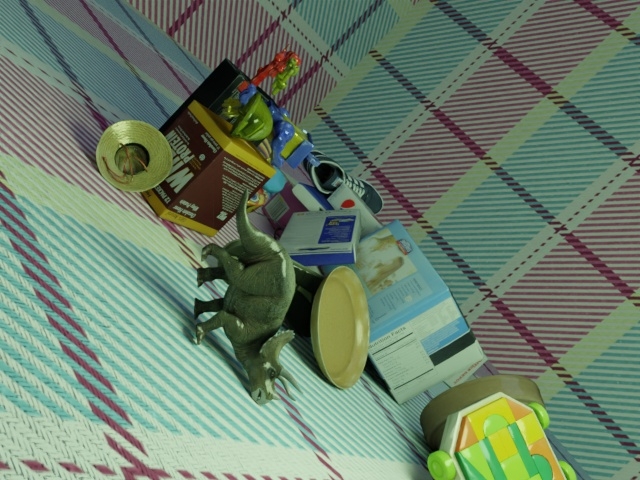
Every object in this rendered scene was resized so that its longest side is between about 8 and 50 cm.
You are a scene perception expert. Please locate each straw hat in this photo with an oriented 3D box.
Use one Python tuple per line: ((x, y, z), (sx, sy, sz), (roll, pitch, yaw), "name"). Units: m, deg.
((-0.348, -0.144, 1.418), (0.144, 0.144, 0.061), (44, -32, -7), "straw hat")

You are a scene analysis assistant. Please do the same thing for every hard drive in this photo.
((0.044, -0.066, 2.176), (0.210, 0.040, 0.318), (47, 10, 11), "hard drive")

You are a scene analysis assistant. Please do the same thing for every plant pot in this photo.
((0.353, 0.436, 1.584), (0.263, 0.263, 0.229), (37, 32, -43), "plant pot")
((0.036, 0.168, 1.509), (0.236, 0.032, 0.236), (18, 70, -61), "plant pot")

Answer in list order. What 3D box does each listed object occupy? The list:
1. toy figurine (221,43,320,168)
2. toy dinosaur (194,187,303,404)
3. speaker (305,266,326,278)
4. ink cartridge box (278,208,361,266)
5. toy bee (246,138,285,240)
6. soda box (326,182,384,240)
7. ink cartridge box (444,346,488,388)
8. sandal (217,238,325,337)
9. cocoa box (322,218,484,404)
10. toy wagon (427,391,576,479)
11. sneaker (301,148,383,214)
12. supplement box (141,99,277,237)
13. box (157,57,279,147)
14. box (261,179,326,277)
((-0.056, -0.234, 1.557), (0.217, 0.191, 0.362), (47, 9, -19), "toy figurine")
((-0.101, 0.075, 1.142), (0.160, 0.313, 0.121), (4, 9, -13), "toy dinosaur")
((-0.029, 0.075, 1.933), (0.055, 0.055, 0.136), (38, 11, -39), "speaker")
((0.000, 0.000, 1.816), (0.371, 0.175, 0.069), (-68, 154, -75), "ink cartridge box")
((-0.169, -0.139, 1.930), (0.162, 0.195, 0.298), (6, 45, -36), "toy bee")
((0.109, -0.056, 2.075), (0.074, 0.069, 0.216), (33, 17, -51), "soda box")
((0.383, 0.330, 2.344), (0.203, 0.148, 0.086), (41, 9, -21), "ink cartridge box")
((-0.079, 0.082, 1.519), (0.303, 0.120, 0.086), (39, -3, -31), "sandal")
((0.181, 0.156, 1.813), (0.228, 0.231, 0.347), (59, 2, -32), "cocoa box")
((0.354, 0.455, 1.406), (0.267, 0.068, 0.344), (-17, 76, -31), "toy wagon")
((0.070, -0.149, 2.195), (0.282, 0.099, 0.153), (35, 7, -16), "sneaker")
((-0.228, -0.133, 1.514), (0.129, 0.194, 0.191), (49, 10, 25), "supplement box")
((-0.241, -0.273, 1.859), (0.184, 0.261, 0.103), (37, 12, -44), "box")
((-0.018, -0.018, 2.193), (0.243, 0.117, 0.213), (36, 13, -42), "box")
